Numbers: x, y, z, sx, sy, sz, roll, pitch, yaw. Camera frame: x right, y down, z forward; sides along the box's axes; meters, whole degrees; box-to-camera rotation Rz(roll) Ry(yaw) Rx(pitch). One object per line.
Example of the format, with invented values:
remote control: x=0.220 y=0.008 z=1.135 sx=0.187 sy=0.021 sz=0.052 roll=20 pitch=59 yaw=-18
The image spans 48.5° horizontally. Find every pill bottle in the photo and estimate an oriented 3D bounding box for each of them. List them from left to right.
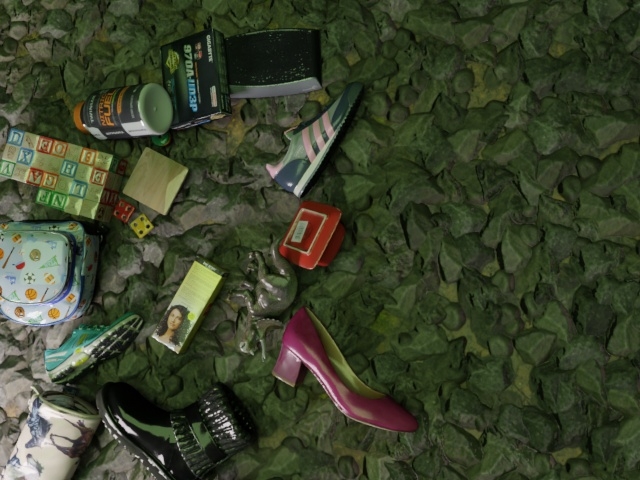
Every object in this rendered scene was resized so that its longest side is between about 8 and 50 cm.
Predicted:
pill bottle: x=-0.504 y=-0.320 z=1.794 sx=0.245 sy=0.130 sz=0.131 roll=-1 pitch=85 yaw=28

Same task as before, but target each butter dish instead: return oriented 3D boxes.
butter dish: x=0.000 y=0.000 z=1.708 sx=0.160 sy=0.118 sz=0.160 roll=19 pitch=81 yaw=50

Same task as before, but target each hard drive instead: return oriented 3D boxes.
hard drive: x=-0.126 y=-0.452 z=1.794 sx=0.254 sy=0.054 sz=0.172 roll=-3 pitch=85 yaw=9

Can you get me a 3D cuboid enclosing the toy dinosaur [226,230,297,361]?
toy dinosaur: x=-0.118 y=0.115 z=1.703 sx=0.160 sy=0.121 sz=0.314 roll=32 pitch=106 yaw=8

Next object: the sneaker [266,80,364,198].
sneaker: x=-0.014 y=-0.267 z=1.731 sx=0.131 sy=0.112 sz=0.319 roll=32 pitch=90 yaw=8

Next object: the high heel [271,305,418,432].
high heel: x=0.074 y=0.303 z=1.657 sx=0.377 sy=0.127 sz=0.181 roll=23 pitch=93 yaw=11

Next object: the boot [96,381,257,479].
boot: x=-0.343 y=0.416 z=1.714 sx=0.260 sy=0.131 sz=0.348 roll=-43 pitch=91 yaw=11

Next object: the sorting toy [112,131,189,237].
sorting toy: x=-0.419 y=-0.142 z=1.821 sx=0.132 sy=0.046 sz=0.275 roll=27 pitch=89 yaw=11

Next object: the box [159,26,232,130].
box: x=-0.317 y=-0.404 z=1.799 sx=0.175 sy=0.051 sz=0.220 roll=-9 pitch=83 yaw=28

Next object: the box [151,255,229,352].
box: x=-0.322 y=0.160 z=1.773 sx=0.087 sy=0.058 sz=0.232 roll=29 pitch=90 yaw=11

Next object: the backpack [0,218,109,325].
backpack: x=-0.686 y=0.081 z=1.776 sx=0.276 sy=0.213 sz=0.264 roll=1 pitch=96 yaw=7

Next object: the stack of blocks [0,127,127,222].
stack of blocks: x=-0.674 y=-0.168 z=1.846 sx=0.297 sy=0.087 sz=0.171 roll=16 pitch=88 yaw=10

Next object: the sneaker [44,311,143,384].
sneaker: x=-0.577 y=0.252 z=1.789 sx=0.275 sy=0.107 sz=0.110 roll=-31 pitch=63 yaw=0

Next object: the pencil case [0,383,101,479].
pencil case: x=-0.704 y=0.564 z=1.751 sx=0.183 sy=0.160 sz=0.410 roll=27 pitch=90 yaw=11
